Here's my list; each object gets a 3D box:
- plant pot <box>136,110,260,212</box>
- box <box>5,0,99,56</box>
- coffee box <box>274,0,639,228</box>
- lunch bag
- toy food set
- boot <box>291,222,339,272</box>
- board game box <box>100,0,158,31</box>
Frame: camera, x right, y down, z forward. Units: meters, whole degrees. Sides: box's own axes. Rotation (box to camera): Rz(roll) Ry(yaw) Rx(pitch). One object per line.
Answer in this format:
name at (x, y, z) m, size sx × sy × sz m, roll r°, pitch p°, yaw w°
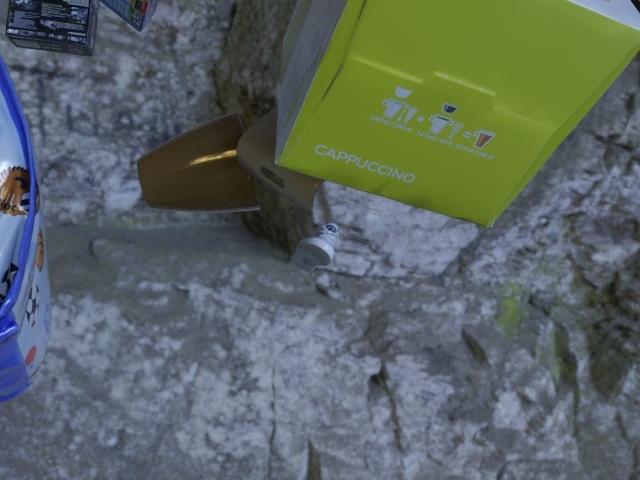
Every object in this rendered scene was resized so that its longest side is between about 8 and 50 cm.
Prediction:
plant pot at (-0.290, -0.161, 1.484) m, size 0.254 × 0.237 × 0.237 m, roll -13°, pitch 13°, yaw -5°
box at (-0.616, -0.518, 1.456) m, size 0.180 × 0.148 × 0.077 m, roll 4°, pitch -4°, yaw -9°
coffee box at (0.150, -0.275, 0.856) m, size 0.337 × 0.338 × 0.335 m, roll 15°, pitch 45°, yaw -16°
lunch bag at (-0.420, -0.025, 0.690) m, size 0.238 × 0.386 × 0.328 m, roll -21°, pitch -14°, yaw -28°
toy food set at (0.006, -0.214, 1.305) m, size 0.219 × 0.306 × 0.092 m, roll 36°, pitch -20°, yaw 29°
boot at (0.000, 0.000, 1.619) m, size 0.095 × 0.123 × 0.258 m, roll 37°, pitch -17°, yaw -7°
board game box at (-0.322, -0.436, 0.921) m, size 0.194 × 0.060 × 0.194 m, roll 27°, pitch -35°, yaw -11°
